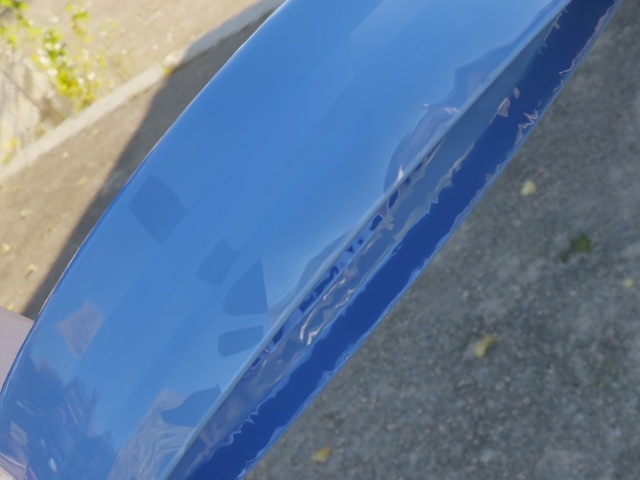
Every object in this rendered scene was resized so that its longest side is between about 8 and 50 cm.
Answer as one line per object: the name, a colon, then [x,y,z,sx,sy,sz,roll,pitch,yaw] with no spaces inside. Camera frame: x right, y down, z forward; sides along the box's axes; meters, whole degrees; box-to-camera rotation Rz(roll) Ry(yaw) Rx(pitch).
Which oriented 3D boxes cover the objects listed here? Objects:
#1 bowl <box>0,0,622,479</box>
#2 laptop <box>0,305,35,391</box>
bowl: [0.000,0.000,0.504,0.391,0.077,0.391,-49,-8,-10]
laptop: [-0.343,-0.058,0.823,0.236,0.407,0.382,-9,12,-19]
